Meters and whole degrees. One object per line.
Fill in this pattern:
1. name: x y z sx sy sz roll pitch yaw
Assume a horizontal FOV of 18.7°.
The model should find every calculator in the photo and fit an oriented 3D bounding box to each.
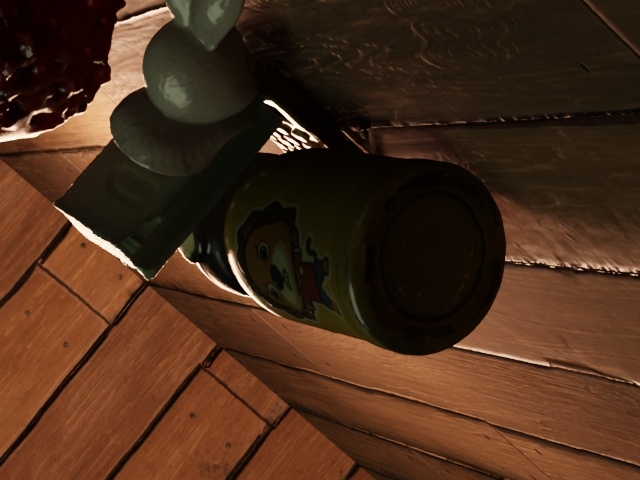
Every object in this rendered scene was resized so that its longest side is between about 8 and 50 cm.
1. calculator: -0.030 -0.115 1.902 0.157 0.033 0.236 25 165 48

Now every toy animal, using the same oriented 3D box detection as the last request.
1. toy animal: -0.097 -0.174 1.688 0.130 0.221 0.104 -4 -138 -36

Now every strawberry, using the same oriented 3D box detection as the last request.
1. strawberry: -0.347 -0.217 1.745 0.317 0.295 0.345 43 -171 -1

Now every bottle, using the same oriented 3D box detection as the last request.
1. bottle: 0.000 0.000 1.801 0.171 0.171 0.351 45 161 -29

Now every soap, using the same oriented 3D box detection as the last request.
1. soap: -0.141 -0.072 1.808 0.114 0.198 0.063 29 165 36
